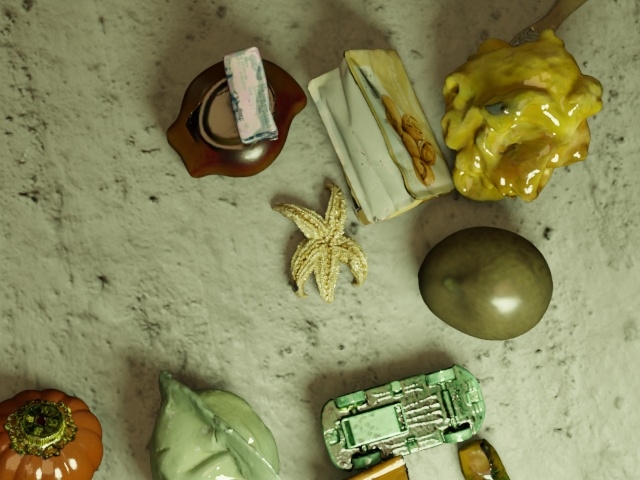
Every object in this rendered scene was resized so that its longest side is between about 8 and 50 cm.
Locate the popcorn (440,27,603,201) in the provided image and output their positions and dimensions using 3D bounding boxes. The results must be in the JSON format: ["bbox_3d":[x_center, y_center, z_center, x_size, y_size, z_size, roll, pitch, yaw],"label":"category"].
[{"bbox_3d":[0.368,-0.226,1.482,0.297,0.281,0.315,-10,85,33],"label":"popcorn"}]

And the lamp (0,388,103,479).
[{"bbox_3d":[-0.501,0.371,1.435,0.223,0.196,0.223,11,46,-11],"label":"lamp"}]

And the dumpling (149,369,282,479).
[{"bbox_3d":[-0.179,0.379,1.453,0.321,0.211,0.270,29,120,-13],"label":"dumpling"}]

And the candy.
[{"bbox_3d":[-0.126,-0.256,1.437,0.073,0.092,0.160,-12,90,1],"label":"candy"}]

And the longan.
[{"bbox_3d":[0.302,0.080,1.480,0.246,0.246,0.215,-1,73,-2],"label":"longan"}]

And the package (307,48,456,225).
[{"bbox_3d":[0.107,-0.198,1.560,0.165,0.221,0.311,-26,87,35],"label":"package"}]

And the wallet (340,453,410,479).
[{"bbox_3d":[0.091,0.467,1.464,0.161,0.195,0.042,-25,47,-6],"label":"wallet"}]

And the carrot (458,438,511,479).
[{"bbox_3d":[0.320,0.462,1.516,0.082,0.082,0.173,-23,85,-4],"label":"carrot"}]

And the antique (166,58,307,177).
[{"bbox_3d":[-0.161,-0.234,1.545,0.278,0.129,0.223,-28,89,-4],"label":"antique"}]

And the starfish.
[{"bbox_3d":[0.001,-0.001,1.562,0.216,0.071,0.238,19,77,-6],"label":"starfish"}]

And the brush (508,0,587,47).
[{"bbox_3d":[0.454,-0.431,1.626,0.070,0.065,0.327,43,83,5],"label":"brush"}]

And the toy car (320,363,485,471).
[{"bbox_3d":[0.149,0.329,1.501,0.306,0.125,0.136,-14,81,-10],"label":"toy car"}]
